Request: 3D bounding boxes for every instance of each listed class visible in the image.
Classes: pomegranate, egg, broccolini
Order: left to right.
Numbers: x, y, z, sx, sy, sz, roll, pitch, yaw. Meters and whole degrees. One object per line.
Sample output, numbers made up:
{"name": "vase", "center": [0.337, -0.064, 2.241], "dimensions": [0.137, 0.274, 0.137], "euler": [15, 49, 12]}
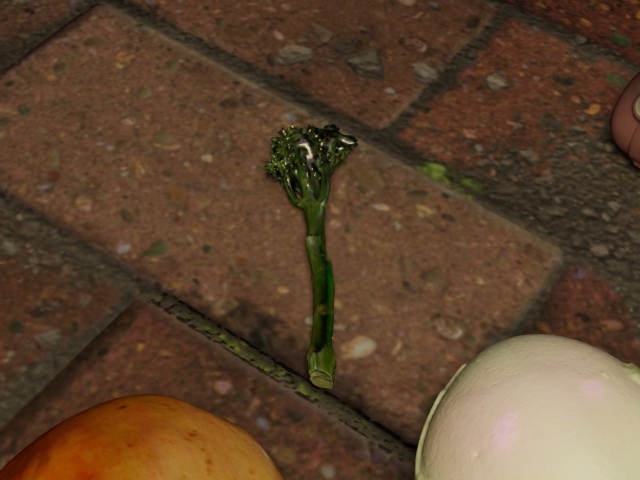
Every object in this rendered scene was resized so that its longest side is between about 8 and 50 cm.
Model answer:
{"name": "pomegranate", "center": [-0.100, 0.183, 0.667], "dimensions": [0.191, 0.191, 0.191], "euler": [4, 48, -4]}
{"name": "broccolini", "center": [-0.005, -0.004, 0.927], "dimensions": [0.071, 0.057, 0.254], "euler": [-29, 40, 24]}
{"name": "egg", "center": [0.143, 0.154, 0.721], "dimensions": [0.183, 0.183, 0.217], "euler": [-11, 48, -17]}

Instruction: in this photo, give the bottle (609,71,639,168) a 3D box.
{"name": "bottle", "center": [0.354, -0.066, 0.990], "dimensions": [0.233, 0.110, 0.110], "euler": [33, 53, 19]}
